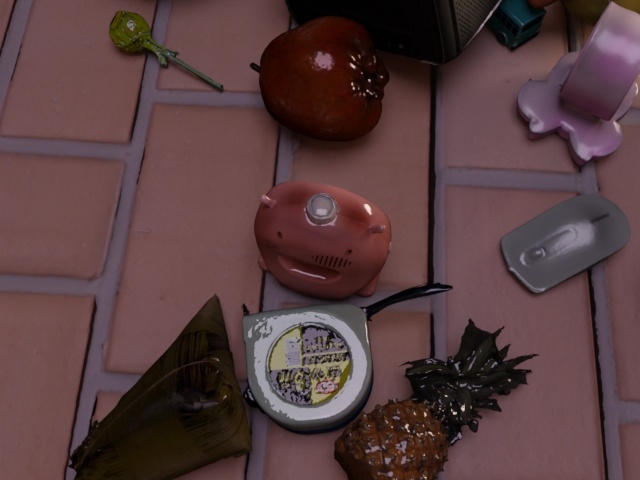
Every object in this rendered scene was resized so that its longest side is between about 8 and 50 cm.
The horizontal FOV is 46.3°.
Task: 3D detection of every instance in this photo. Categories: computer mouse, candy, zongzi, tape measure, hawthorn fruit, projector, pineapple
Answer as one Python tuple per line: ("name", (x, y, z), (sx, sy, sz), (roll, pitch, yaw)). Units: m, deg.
("computer mouse", (0.430, -0.002, 1.307), (0.231, 0.079, 0.127), (-27, 67, -9))
("candy", (-0.301, -0.364, 1.470), (0.262, 0.073, 0.077), (33, 88, 5))
("zongzi", (-0.259, 0.242, 1.186), (0.274, 0.145, 0.300), (-25, 41, 4))
("tape measure", (0.050, 0.187, 1.195), (0.352, 0.098, 0.215), (-8, 65, 4))
("hawthorn fruit", (-0.012, -0.294, 1.366), (0.261, 0.224, 0.224), (10, 64, 30))
("projector", (0.167, -0.576, 1.414), (0.395, 0.242, 0.405), (26, 69, 29))
("pineapple", (0.183, 0.253, 1.163), (0.365, 0.165, 0.165), (-39, 72, -25))

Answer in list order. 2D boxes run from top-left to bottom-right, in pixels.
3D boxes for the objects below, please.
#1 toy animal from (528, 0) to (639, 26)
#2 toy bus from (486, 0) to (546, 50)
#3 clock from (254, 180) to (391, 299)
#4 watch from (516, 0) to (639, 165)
("toy animal", (0.578, -0.511, 1.444), (0.338, 0.216, 0.191), (-18, 78, -33))
("toy bus", (0.368, -0.473, 1.502), (0.079, 0.091, 0.160), (-33, 70, -15))
("clock", (0.000, 0.000, 1.211), (0.227, 0.241, 0.142), (15, 70, 5))
("watch", (0.497, -0.303, 1.360), (0.211, 0.217, 0.248), (30, 69, 12))
